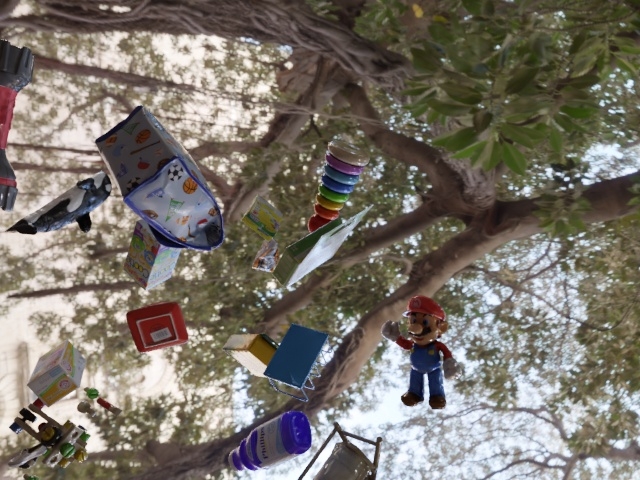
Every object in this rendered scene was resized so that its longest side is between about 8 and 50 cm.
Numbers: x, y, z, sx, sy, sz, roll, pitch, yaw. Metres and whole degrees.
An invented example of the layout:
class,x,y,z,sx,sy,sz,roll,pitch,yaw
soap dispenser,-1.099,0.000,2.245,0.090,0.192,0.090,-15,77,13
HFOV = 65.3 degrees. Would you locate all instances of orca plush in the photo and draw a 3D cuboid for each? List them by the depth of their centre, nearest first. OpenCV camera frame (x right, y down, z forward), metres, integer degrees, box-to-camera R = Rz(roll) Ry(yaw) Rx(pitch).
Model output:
class,x,y,z,sx,sy,sz,roll,pitch,yaw
orca plush,-0.573,-0.064,1.168,0.151,0.287,0.102,-33,-75,19

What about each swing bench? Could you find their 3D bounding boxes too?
class,x,y,z,sx,sy,sz,roll,pitch,yaw
swing bench,0.068,0.700,1.384,0.165,0.253,0.254,5,-58,37

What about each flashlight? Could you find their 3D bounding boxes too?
class,x,y,z,sx,sy,sz,roll,pitch,yaw
flashlight,-0.590,-0.209,0.916,0.103,0.103,0.303,5,-96,62

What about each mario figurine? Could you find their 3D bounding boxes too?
class,x,y,z,sx,sy,sz,roll,pitch,yaw
mario figurine,0.284,0.319,1.437,0.170,0.198,0.320,134,-45,-82

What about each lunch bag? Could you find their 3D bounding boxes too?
class,x,y,z,sx,sy,sz,roll,pitch,yaw
lunch bag,-0.472,-0.161,1.554,0.239,0.385,0.327,-38,-125,-1

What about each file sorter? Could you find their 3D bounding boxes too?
class,x,y,z,sx,sy,sz,roll,pitch,yaw
file sorter,-0.055,0.340,1.383,0.118,0.170,0.104,11,-39,27

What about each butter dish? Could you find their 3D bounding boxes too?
class,x,y,z,sx,sy,sz,roll,pitch,yaw
butter dish,-0.505,0.249,1.557,0.118,0.160,0.159,-124,-156,-62

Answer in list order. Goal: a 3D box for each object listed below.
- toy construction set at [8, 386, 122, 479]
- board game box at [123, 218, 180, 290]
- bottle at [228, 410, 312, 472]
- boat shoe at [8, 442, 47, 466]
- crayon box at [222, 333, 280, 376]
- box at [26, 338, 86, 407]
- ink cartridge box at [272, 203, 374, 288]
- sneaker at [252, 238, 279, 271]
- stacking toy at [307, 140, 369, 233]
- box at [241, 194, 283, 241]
class,x,y,z,sx,sy,sz,roll,pitch,yaw
toy construction set,-0.774,0.609,1.572,0.237,0.309,0.257,8,-64,37
board game box,-0.664,0.042,1.998,0.142,0.144,0.275,41,-53,13
bottle,-0.148,0.577,1.404,0.283,0.092,0.118,-36,-131,30
boat shoe,-0.848,0.615,1.441,0.035,0.100,0.035,26,-54,50
crayon box,-0.246,0.470,2.027,0.203,0.083,0.323,44,-30,-18
box,-0.845,0.424,1.611,0.103,0.114,0.203,60,-10,-20
ink cartridge box,0.000,0.000,1.104,0.056,0.171,0.235,48,-37,12
sneaker,-0.185,0.055,1.822,0.215,0.083,0.084,-49,-161,61
stacking toy,0.040,-0.157,1.660,0.141,0.141,0.330,42,-58,36
box,-0.171,-0.065,1.479,0.105,0.179,0.043,39,-72,-12
